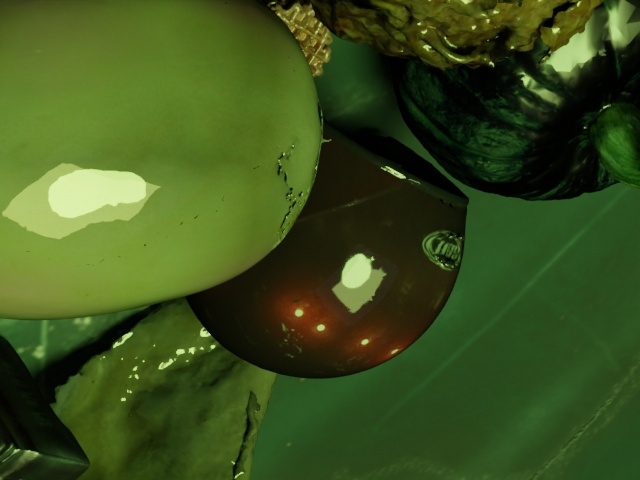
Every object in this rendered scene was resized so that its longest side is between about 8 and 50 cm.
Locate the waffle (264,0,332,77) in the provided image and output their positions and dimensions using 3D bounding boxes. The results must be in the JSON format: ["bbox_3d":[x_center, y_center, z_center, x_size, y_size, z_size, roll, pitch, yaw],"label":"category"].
[{"bbox_3d":[-0.028,-0.134,1.340,0.075,0.029,0.083,-26,136,-11],"label":"waffle"}]

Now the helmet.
[{"bbox_3d":[0.000,0.000,1.368,0.216,0.193,0.189,-12,165,29],"label":"helmet"}]

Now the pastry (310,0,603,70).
[{"bbox_3d":[0.062,-0.223,1.144,0.193,0.275,0.275,-55,142,-18],"label":"pastry"}]

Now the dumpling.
[{"bbox_3d":[-0.120,0.160,1.442,0.166,0.332,0.086,15,155,4],"label":"dumpling"}]

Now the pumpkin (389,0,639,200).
[{"bbox_3d":[0.180,-0.115,1.332,0.248,0.248,0.248,-18,136,-19],"label":"pumpkin"}]

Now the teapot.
[{"bbox_3d":[-0.237,0.131,1.356,0.087,0.177,0.096,-37,164,3],"label":"teapot"}]

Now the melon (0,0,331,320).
[{"bbox_3d":[-0.145,-0.063,1.183,0.317,0.223,0.223,-5,130,-29],"label":"melon"}]
